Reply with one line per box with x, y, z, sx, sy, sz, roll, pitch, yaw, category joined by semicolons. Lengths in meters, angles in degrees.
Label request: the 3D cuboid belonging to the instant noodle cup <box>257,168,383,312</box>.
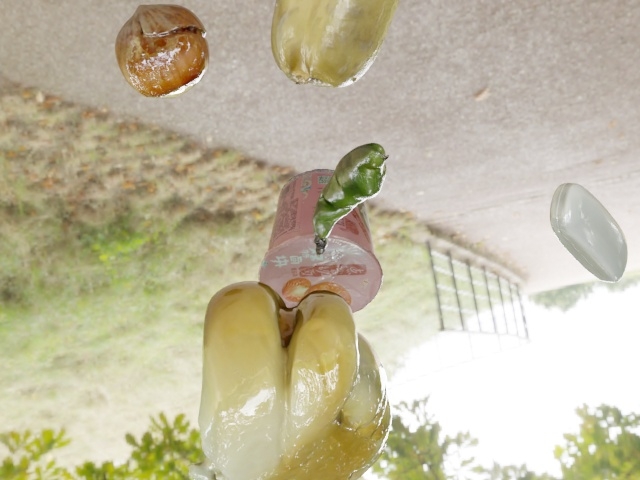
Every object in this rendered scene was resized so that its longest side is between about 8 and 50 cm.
0.000;0.000;1.548;0.242;0.243;0.231;-10;-138;9;instant noodle cup

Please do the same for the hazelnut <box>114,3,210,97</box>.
-0.298;-0.361;1.446;0.182;0.182;0.182;-10;-179;0;hazelnut

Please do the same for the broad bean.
0.031;-0.056;0.823;0.046;0.061;0.195;6;147;-20;broad bean

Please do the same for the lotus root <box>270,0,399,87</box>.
0.039;-0.381;1.079;0.169;0.343;0.151;25;-167;18;lotus root

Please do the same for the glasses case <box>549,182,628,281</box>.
0.369;-0.008;1.036;0.049;0.076;0.197;0;154;46;glasses case

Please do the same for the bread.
-0.032;0.234;1.028;0.245;0.329;0.424;4;149;12;bread
